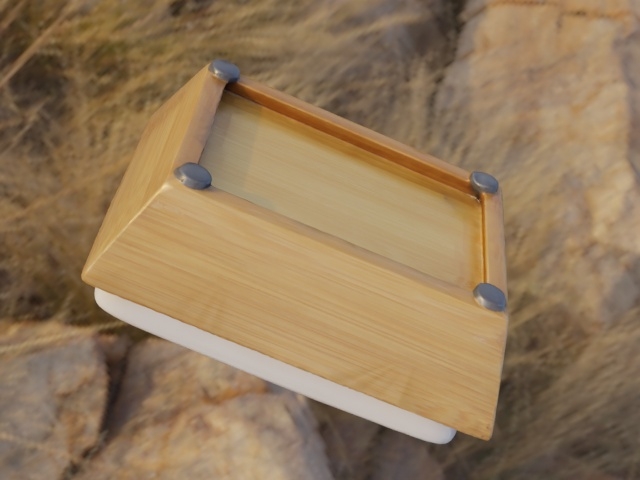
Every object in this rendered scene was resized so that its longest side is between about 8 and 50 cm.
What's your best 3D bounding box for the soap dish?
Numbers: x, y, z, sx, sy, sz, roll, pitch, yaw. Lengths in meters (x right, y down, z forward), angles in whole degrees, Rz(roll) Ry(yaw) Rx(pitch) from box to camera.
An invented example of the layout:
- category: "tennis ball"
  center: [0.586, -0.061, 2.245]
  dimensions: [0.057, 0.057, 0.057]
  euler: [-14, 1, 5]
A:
- category: "soap dish"
  center: [0.000, 0.000, 0.985]
  dimensions: [0.291, 0.118, 0.229]
  euler: [22, 31, -7]
